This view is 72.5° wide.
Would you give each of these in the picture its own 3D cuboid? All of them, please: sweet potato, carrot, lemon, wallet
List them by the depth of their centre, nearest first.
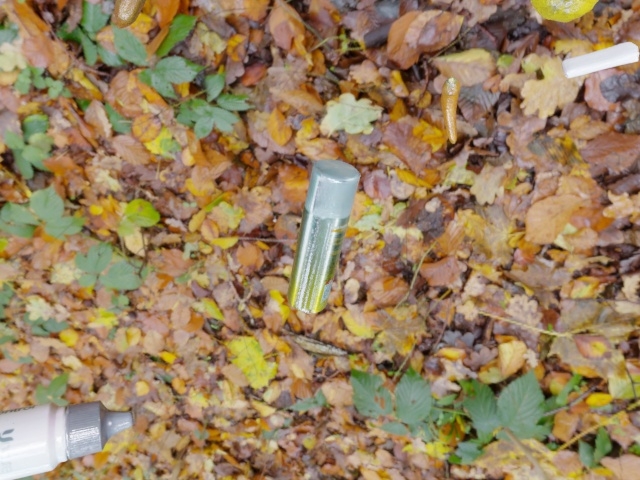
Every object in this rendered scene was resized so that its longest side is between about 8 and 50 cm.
[{"bbox_3d":[-0.264,-0.332,0.607,0.034,0.034,0.095,37,125,-14],"label":"sweet potato"},{"bbox_3d":[0.602,-0.630,1.059,0.180,0.193,0.181,-6,140,-5],"label":"lemon"},{"bbox_3d":[0.809,-0.523,1.265,0.190,0.095,0.033,-10,131,26],"label":"wallet"},{"bbox_3d":[0.458,-0.460,1.542,0.066,0.062,0.271,14,149,22],"label":"carrot"}]

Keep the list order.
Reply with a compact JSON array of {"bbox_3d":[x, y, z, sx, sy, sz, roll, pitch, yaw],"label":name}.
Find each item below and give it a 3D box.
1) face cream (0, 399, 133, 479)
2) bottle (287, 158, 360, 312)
[{"bbox_3d":[-0.417,0.272,0.580,0.311,0.092,0.092,-2,142,-24],"label":"face cream"},{"bbox_3d":[0.000,0.000,0.771,0.082,0.082,0.286,17,124,6],"label":"bottle"}]
